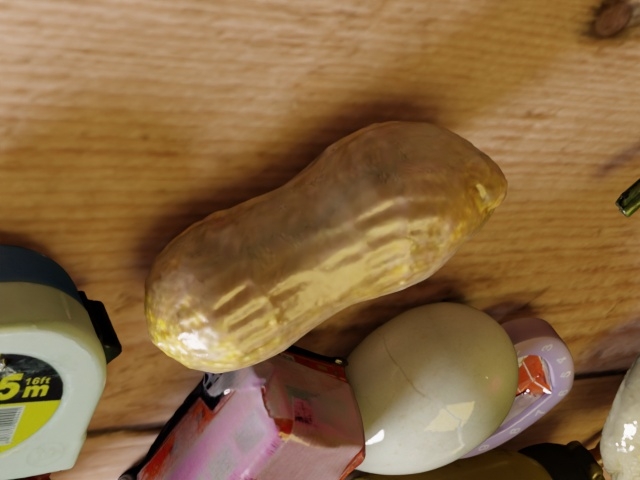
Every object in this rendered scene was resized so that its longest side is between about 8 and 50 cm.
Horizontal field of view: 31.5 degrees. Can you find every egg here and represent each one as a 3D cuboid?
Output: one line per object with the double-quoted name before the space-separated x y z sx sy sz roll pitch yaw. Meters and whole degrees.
"egg" 0.096 0.149 1.113 0.209 0.151 0.151 -36 143 6

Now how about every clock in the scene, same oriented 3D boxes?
"clock" 0.204 0.156 1.268 0.172 0.064 0.198 -4 134 -32

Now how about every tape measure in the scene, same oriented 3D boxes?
"tape measure" -0.323 0.106 0.808 0.351 0.098 0.215 -4 136 -37

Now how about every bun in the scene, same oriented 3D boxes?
"bun" 0.433 0.221 1.399 0.220 0.134 0.220 -45 148 -38

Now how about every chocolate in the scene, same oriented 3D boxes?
"chocolate" 0.000 0.000 0.905 0.309 0.134 0.134 -25 142 -3

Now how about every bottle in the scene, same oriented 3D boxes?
"bottle" 0.203 0.342 1.384 0.351 0.171 0.172 -5 135 -31

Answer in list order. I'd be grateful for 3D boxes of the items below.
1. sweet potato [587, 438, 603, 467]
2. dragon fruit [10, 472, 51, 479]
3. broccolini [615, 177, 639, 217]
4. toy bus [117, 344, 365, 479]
"sweet potato" 0.372 0.303 1.569 0.179 0.044 0.044 -35 143 2
"dragon fruit" -0.316 0.270 0.979 0.282 0.147 0.211 -9 127 -33
"broccolini" 0.402 -0.066 1.168 0.271 0.062 0.123 -22 127 -23
"toy bus" -0.090 0.228 1.074 0.127 0.147 0.303 22 117 -35
